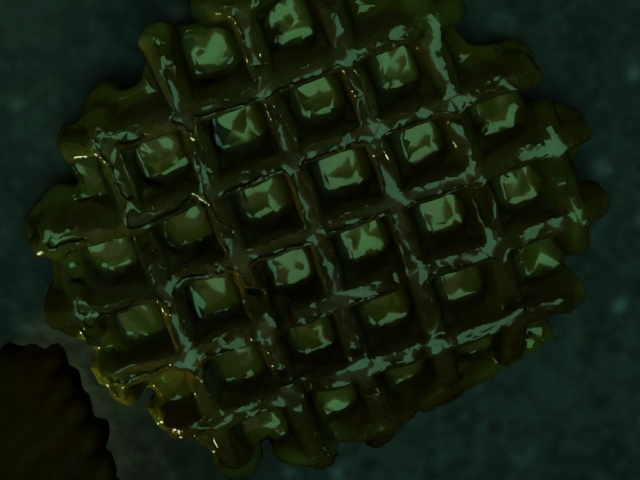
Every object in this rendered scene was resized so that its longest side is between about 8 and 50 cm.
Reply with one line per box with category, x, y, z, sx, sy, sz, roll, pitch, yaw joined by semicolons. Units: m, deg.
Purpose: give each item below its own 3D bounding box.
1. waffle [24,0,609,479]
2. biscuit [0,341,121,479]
waffle;-0.001;-0.005;0.511;0.191;0.038;0.191;-2;112;-5
biscuit;-0.126;0.175;0.479;0.237;0.232;0.013;-45;139;11
